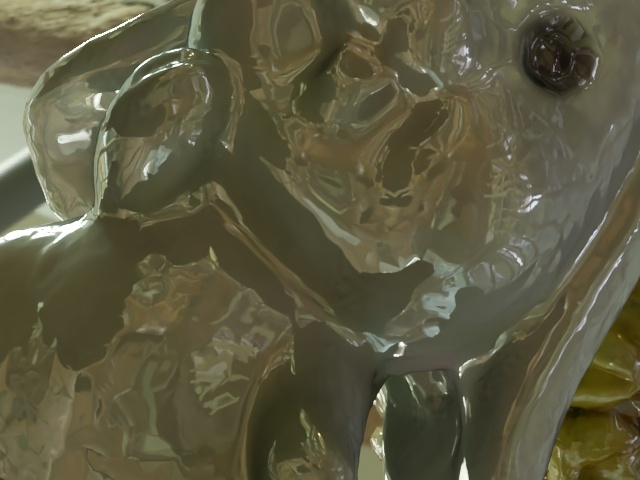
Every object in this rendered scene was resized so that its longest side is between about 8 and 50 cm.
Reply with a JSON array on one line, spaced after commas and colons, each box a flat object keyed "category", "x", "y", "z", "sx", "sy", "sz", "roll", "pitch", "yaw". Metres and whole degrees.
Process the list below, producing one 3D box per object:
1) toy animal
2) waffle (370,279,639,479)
[{"category": "toy animal", "x": -0.002, "y": 0.019, "z": 0.530, "sx": 0.289, "sy": 0.174, "sz": 0.249, "roll": -24, "pitch": -104, "yaw": 15}, {"category": "waffle", "x": 0.145, "y": 0.065, "z": 0.720, "sx": 0.151, "sy": 0.261, "sz": 0.324, "roll": 30, "pitch": -31, "yaw": 38}]
